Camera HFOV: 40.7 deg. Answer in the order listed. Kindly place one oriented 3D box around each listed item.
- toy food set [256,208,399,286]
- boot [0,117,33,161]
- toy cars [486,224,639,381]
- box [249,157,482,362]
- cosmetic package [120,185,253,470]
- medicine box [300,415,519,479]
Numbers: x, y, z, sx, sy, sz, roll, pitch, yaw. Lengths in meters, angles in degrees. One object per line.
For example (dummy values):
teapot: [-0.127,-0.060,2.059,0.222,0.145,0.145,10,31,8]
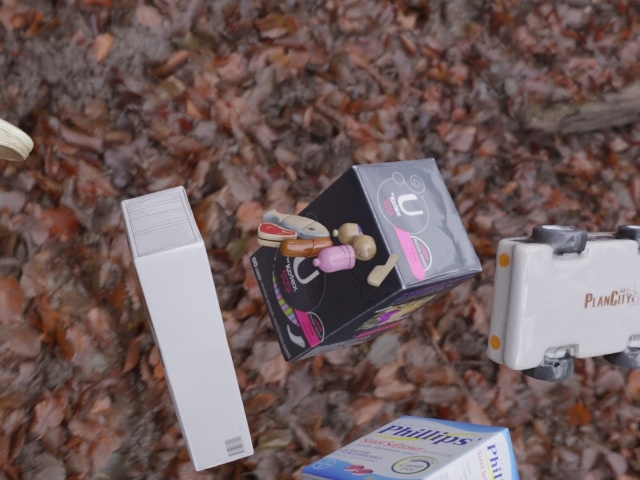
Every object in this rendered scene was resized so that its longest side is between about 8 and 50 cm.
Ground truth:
toy food set: [0.000,0.000,0.699,0.122,0.019,0.078,17,29,16]
boot: [-0.464,-0.082,1.022,0.213,0.077,0.165,14,68,-18]
toy cars: [0.240,-0.035,0.647,0.393,0.087,0.176,-45,122,-22]
box: [0.048,0.031,1.122,0.143,0.270,0.165,-9,69,-38]
cosmetic package: [-0.116,0.082,0.757,0.060,0.239,0.099,-14,34,-9]
medicine box: [0.162,0.438,1.536,0.289,0.263,0.149,-18,98,-40]
